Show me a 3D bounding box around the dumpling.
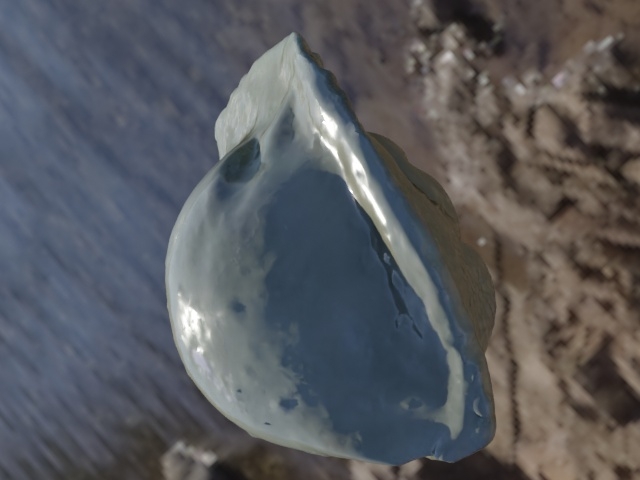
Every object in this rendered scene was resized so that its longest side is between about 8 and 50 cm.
[{"bbox_3d":[0.004,0.000,0.653,0.181,0.111,0.155,8,118,38],"label":"dumpling"}]
